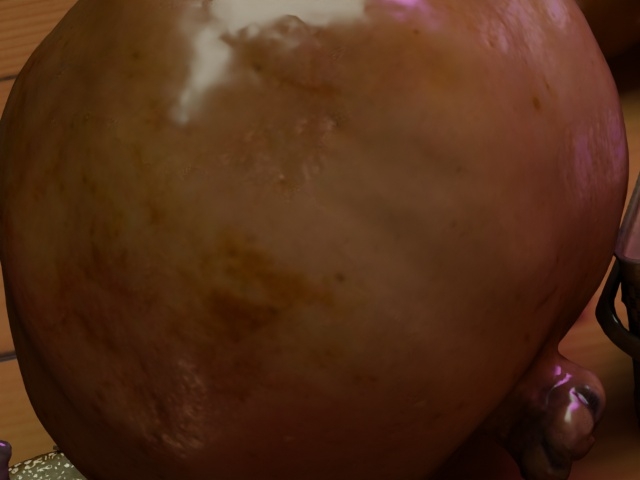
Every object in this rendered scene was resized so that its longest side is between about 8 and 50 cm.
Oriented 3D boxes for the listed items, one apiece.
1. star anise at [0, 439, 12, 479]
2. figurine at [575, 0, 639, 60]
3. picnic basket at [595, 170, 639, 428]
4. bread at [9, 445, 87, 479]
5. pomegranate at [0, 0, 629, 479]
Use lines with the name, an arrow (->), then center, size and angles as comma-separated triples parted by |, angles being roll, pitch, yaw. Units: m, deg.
star anise -> -0.208, 0.224, 0.938 | 0.110, 0.257, 0.198 | 21, 36, -3
figurine -> 0.261, -0.232, 1.546 | 0.228, 0.215, 0.215 | 1, 32, -2
picnic basket -> 0.316, 0.031, 1.138 | 0.266, 0.139, 0.165 | 0, 34, 21
bread -> -0.155, 0.186, 1.161 | 0.129, 0.044, 0.126 | -9, 39, 1
pomegranate -> 0.000, 0.000, 1.081 | 0.411, 0.411, 0.411 | -9, 31, 6
